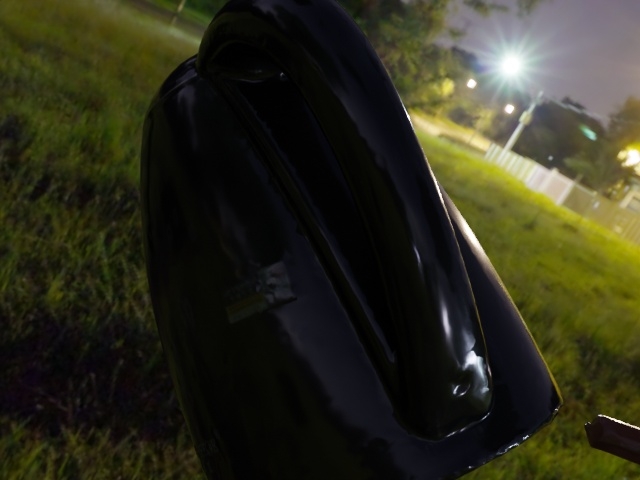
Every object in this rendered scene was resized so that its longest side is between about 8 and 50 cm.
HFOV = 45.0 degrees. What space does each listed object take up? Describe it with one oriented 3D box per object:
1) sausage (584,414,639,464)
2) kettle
[{"bbox_3d":[0.302,0.188,0.672,0.147,0.030,0.035,19,-4,6],"label":"sausage"},{"bbox_3d":[0.000,0.000,0.448,0.290,0.207,0.268,67,-22,10],"label":"kettle"}]
